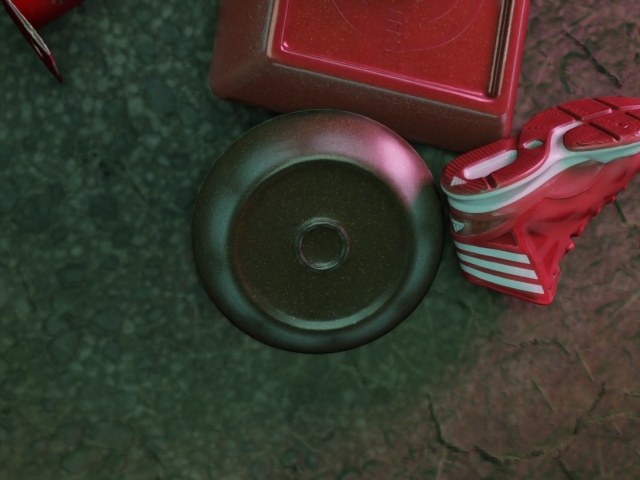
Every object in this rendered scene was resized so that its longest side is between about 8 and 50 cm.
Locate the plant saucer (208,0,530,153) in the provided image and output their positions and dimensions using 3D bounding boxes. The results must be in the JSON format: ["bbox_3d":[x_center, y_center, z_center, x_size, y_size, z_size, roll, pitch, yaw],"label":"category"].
[{"bbox_3d":[0.060,-0.212,1.034,0.259,0.048,0.258,11,86,-22],"label":"plant saucer"}]

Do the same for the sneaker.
[{"bbox_3d":[0.192,-0.029,1.070,0.221,0.087,0.128,-19,122,-20],"label":"sneaker"}]

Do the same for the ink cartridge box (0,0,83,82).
[{"bbox_3d":[-0.235,-0.240,0.997,0.078,0.134,0.231,-35,91,-7],"label":"ink cartridge box"}]

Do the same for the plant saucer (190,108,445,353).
[{"bbox_3d":[0.000,0.000,1.026,0.198,0.036,0.198,-1,106,-5],"label":"plant saucer"}]
